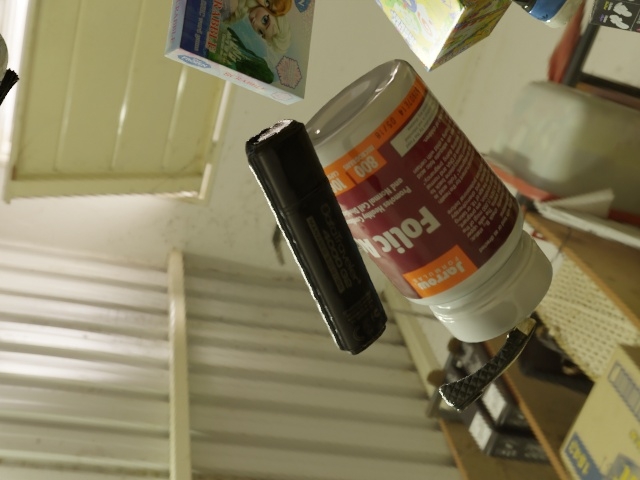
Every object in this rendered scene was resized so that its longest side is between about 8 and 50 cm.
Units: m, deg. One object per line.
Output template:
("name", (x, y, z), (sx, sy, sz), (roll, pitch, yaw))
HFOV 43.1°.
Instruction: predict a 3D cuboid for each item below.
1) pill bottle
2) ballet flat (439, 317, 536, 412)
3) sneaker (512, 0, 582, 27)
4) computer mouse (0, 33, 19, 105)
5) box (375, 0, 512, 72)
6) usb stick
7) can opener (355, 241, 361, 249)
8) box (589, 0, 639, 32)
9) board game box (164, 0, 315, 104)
("pill bottle", (0.154, -0.048, 1.191), (0.392, 0.224, 0.224), (48, -164, -18))
("ballet flat", (0.236, 0.170, 1.134), (0.049, 0.173, 0.057), (45, -171, 18))
("sneaker", (0.240, -0.295, 0.796), (0.084, 0.152, 0.058), (21, -158, -22))
("computer mouse", (-0.393, -0.193, 0.959), (0.042, 0.106, 0.193), (25, 158, -7))
("box", (0.235, -0.549, 1.634), (0.177, 0.279, 0.290), (-33, -97, -14))
("usb stick", (0.000, 0.000, 0.888), (0.077, 0.278, 0.045), (-38, -154, -28))
("can opener", (0.079, -0.099, 1.742), (0.074, 0.093, 0.280), (-8, -129, 22))
("box", (0.459, -0.414, 1.056), (0.142, 0.247, 0.163), (16, 173, 13))
("board game box", (-0.154, -0.486, 1.696), (0.318, 0.318, 0.066), (14, 167, -39))
